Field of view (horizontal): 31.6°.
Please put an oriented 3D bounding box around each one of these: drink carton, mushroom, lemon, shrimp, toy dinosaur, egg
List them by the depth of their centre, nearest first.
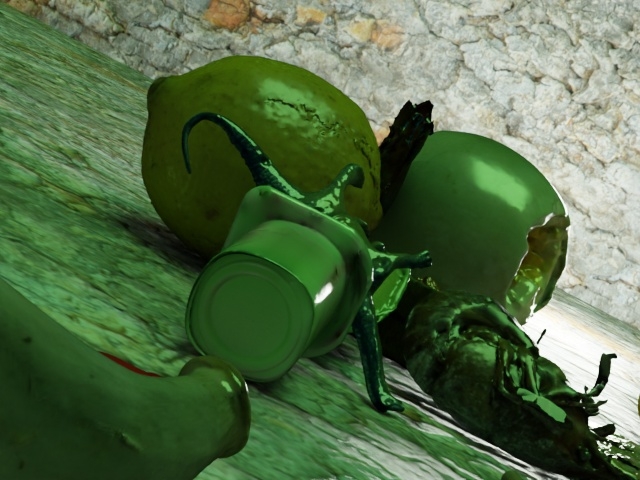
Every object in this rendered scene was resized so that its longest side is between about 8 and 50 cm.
[{"bbox_3d":[-0.140,0.086,0.575,0.103,0.118,0.270,-21,-35,36],"label":"mushroom"},{"bbox_3d":[-0.042,0.051,1.004,0.144,0.146,0.142,27,17,5],"label":"drink carton"},{"bbox_3d":[0.010,-0.001,1.140,0.147,0.076,0.363,-27,77,-39],"label":"toy dinosaur"},{"bbox_3d":[0.231,0.172,1.160,0.343,0.116,0.145,39,46,13],"label":"shrimp"},{"bbox_3d":[-0.071,-0.088,1.317,0.310,0.258,0.258,30,7,-18],"label":"lemon"},{"bbox_3d":[0.052,-0.093,1.582,0.054,0.290,0.222,31,14,-26],"label":"shrimp"},{"bbox_3d":[0.187,-0.024,1.644,0.336,0.278,0.278,29,8,31],"label":"egg"}]

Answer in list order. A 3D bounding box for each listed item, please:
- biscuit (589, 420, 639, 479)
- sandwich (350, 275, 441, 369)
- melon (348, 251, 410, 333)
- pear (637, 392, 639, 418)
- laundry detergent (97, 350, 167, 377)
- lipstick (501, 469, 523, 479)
[{"bbox_3d":[0.374,0.265,1.305,0.219,0.033,0.220,27,8,-4],"label":"biscuit"},{"bbox_3d":[0.126,0.094,1.329,0.184,0.109,0.160,32,12,30],"label":"sandwich"},{"bbox_3d":[-0.009,0.047,1.192,0.209,0.118,0.064,20,-27,-25],"label":"melon"},{"bbox_3d":[0.565,0.225,1.516,0.271,0.271,0.271,26,8,-4],"label":"pear"},{"bbox_3d":[-0.154,0.091,0.705,0.097,0.049,0.165,32,7,33],"label":"laundry detergent"},{"bbox_3d":[0.181,0.229,0.984,0.019,0.019,0.094,24,9,-18],"label":"lipstick"}]
